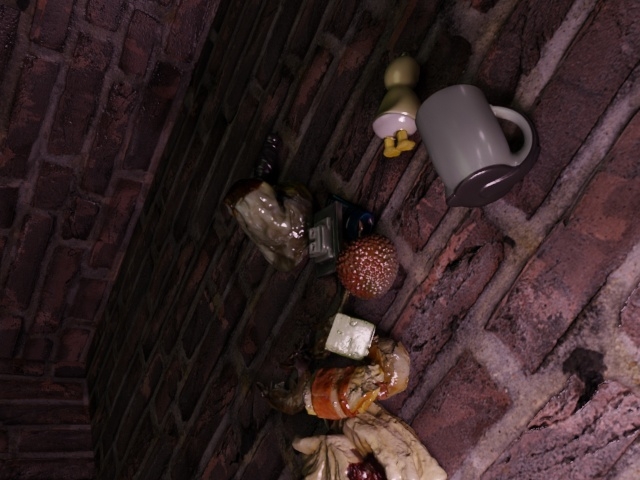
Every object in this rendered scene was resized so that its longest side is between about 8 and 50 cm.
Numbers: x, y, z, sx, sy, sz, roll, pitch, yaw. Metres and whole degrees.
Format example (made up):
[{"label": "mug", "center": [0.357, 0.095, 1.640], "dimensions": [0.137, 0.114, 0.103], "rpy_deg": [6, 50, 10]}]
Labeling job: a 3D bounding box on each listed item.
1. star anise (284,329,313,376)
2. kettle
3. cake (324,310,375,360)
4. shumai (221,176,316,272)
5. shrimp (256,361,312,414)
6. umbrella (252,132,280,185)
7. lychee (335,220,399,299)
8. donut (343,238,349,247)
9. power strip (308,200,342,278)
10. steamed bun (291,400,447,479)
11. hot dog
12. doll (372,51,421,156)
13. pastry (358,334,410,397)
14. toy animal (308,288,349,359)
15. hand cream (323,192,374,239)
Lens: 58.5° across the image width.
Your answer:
[{"label": "star anise", "center": [-0.053, 0.322, 1.682], "dimensions": [0.129, 0.056, 0.124], "rpy_deg": [-62, 30, 0]}, {"label": "kettle", "center": [0.336, -0.203, 1.202], "dimensions": [0.222, 0.161, 0.236], "rpy_deg": [-23, 56, 15]}, {"label": "cake", "center": [0.056, 0.226, 1.438], "dimensions": [0.235, 0.099, 0.100], "rpy_deg": [-178, 107, -83]}, {"label": "shumai", "center": [-0.185, -0.066, 1.821], "dimensions": [0.309, 0.264, 0.303], "rpy_deg": [12, 88, 57]}, {"label": "shrimp", "center": [-0.105, 0.432, 1.730], "dimensions": [0.253, 0.058, 0.173], "rpy_deg": [8, 78, 54]}, {"label": "umbrella", "center": [-0.200, -0.217, 2.066], "dimensions": [0.113, 0.106, 0.357], "rpy_deg": [-2, 71, 47]}, {"label": "lychee", "center": [0.115, 0.050, 1.424], "dimensions": [0.165, 0.165, 0.197], "rpy_deg": [-33, 69, 47]}, {"label": "donut", "center": [0.059, 0.038, 1.624], "dimensions": [0.067, 0.038, 0.083], "rpy_deg": [45, 118, 56]}, {"label": "power strip", "center": [0.000, 0.000, 1.634], "dimensions": [0.213, 0.065, 0.198], "rpy_deg": [148, 121, -67]}, {"label": "steamed bun", "center": [0.069, 0.501, 1.334], "dimensions": [0.428, 0.190, 0.246], "rpy_deg": [37, 118, 54]}, {"label": "hot dog", "center": [0.056, 0.348, 1.307], "dimensions": [0.213, 0.146, 0.103], "rpy_deg": [-7, 114, 35]}, {"label": "doll", "center": [0.210, -0.361, 1.477], "dimensions": [0.141, 0.117, 0.296], "rpy_deg": [-23, 47, 58]}, {"label": "pastry", "center": [0.150, 0.303, 1.363], "dimensions": [0.153, 0.081, 0.153], "rpy_deg": [-4, 86, 59]}, {"label": "toy animal", "center": [0.037, 0.216, 1.576], "dimensions": [0.275, 0.054, 0.149], "rpy_deg": [-62, 21, 26]}, {"label": "hand cream", "center": [0.061, -0.065, 1.645], "dimensions": [0.271, 0.061, 0.120], "rpy_deg": [27, 100, 61]}]
